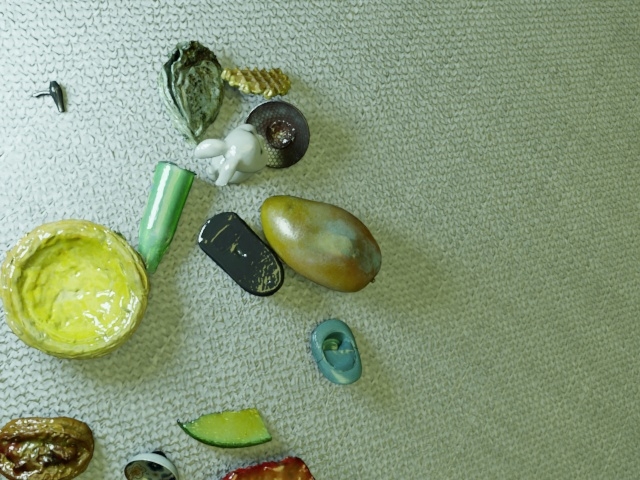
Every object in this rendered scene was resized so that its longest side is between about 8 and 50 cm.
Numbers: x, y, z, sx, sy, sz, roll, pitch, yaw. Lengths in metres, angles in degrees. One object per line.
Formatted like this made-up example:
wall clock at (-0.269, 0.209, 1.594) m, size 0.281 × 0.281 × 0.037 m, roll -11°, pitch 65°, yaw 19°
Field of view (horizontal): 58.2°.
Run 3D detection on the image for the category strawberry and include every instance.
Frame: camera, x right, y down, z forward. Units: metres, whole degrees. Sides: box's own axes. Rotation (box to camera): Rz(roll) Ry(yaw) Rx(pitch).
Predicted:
strawberry at (-0.171, 0.710, 1.519) m, size 0.336 × 0.149 × 0.265 m, roll -31°, pitch 90°, yaw -29°

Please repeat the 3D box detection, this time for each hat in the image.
hat at (0.042, 0.324, 1.648) m, size 0.138 × 0.078 × 0.191 m, roll -11°, pitch 72°, yaw -28°
hat at (-0.115, -0.305, 1.630) m, size 0.192 × 0.082 × 0.193 m, roll 5°, pitch 111°, yaw 12°

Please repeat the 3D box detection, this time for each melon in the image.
melon at (-0.254, 0.501, 1.544) m, size 0.261 × 0.053 × 0.114 m, roll 9°, pitch 76°, yaw -19°

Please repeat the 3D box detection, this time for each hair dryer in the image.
hair dryer at (-0.695, -0.360, 1.458) m, size 0.083 × 0.031 × 0.079 m, roll -12°, pitch 100°, yaw -6°

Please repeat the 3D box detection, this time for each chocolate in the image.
chocolate at (-0.416, -0.056, 1.497) m, size 0.110 × 0.110 × 0.291 m, roll 19°, pitch 83°, yaw -17°

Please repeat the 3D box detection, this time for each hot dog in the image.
hot dog at (-0.663, 0.498, 1.376) m, size 0.226 × 0.099 × 0.161 m, roll 2°, pitch 85°, yaw -17°

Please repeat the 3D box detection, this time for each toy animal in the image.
toy animal at (-0.232, -0.219, 1.526) m, size 0.178 × 0.193 × 0.128 m, roll -29°, pitch 95°, yaw -10°

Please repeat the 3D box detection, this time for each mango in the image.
mango at (0.000, 0.000, 1.592) m, size 0.384 × 0.199 × 0.222 m, roll 35°, pitch 83°, yaw -2°

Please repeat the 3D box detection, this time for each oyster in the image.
oyster at (-0.352, -0.399, 1.543) m, size 0.198 × 0.112 × 0.268 m, roll 30°, pitch 68°, yaw -37°

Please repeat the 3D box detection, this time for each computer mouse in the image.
computer mouse at (-0.210, 0.041, 1.566) m, size 0.269 × 0.086 × 0.137 m, roll 45°, pitch 83°, yaw 2°

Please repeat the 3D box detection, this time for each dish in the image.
dish at (-0.419, 0.574, 1.469) m, size 0.141 × 0.078 × 0.141 m, roll 5°, pitch 122°, yaw 7°

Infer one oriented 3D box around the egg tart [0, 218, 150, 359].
egg tart at (-0.592, 0.116, 1.403) m, size 0.345 × 0.132 × 0.346 m, roll 1°, pitch 87°, yaw -20°

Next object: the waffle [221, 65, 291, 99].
waffle at (-0.168, -0.447, 1.598) m, size 0.160 × 0.046 × 0.192 m, roll 29°, pitch 37°, yaw 6°
